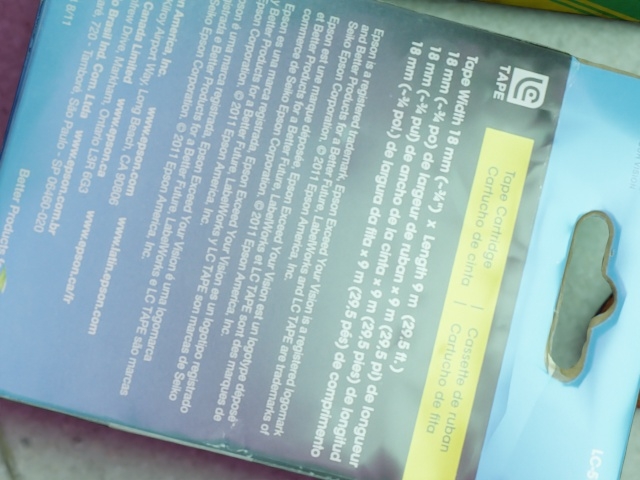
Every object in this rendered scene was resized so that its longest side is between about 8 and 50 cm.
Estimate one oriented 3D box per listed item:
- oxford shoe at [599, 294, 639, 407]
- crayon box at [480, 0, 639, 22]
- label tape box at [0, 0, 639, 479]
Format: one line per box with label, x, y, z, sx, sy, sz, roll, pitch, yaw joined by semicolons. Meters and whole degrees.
oxford shoe;0.265;-0.012;0.910;0.097;0.098;0.271;43;80;0
crayon box;0.152;-0.226;0.909;0.323;0.083;0.203;5;80;-13
label tape box;0.000;0.000;0.872;0.334;0.106;0.240;15;81;-5
